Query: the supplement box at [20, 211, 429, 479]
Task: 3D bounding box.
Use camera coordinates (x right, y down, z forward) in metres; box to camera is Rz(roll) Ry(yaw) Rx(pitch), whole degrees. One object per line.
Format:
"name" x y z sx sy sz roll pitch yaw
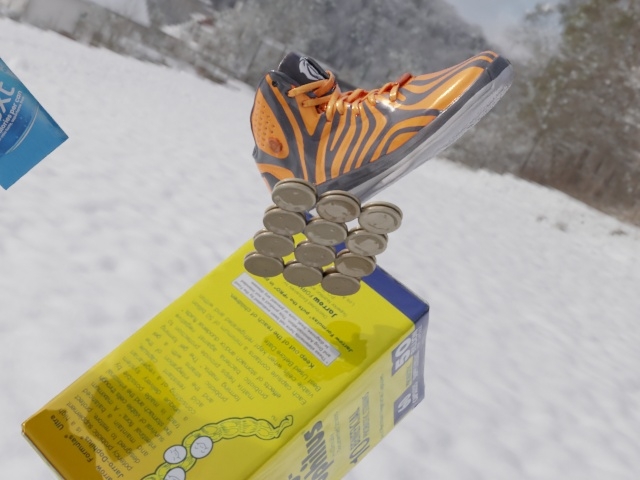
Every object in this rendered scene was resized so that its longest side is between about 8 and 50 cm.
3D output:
"supplement box" -0.078 0.171 0.982 0.195 0.356 0.194 38 -24 27

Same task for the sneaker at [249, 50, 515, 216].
"sneaker" 0.037 -0.141 1.027 0.180 0.321 0.124 56 33 -1

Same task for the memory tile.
"memory tile" 0.000 0.000 0.841 0.113 0.148 0.012 14 55 -10

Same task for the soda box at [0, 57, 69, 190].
"soda box" -0.283 -0.138 0.718 0.071 0.067 0.210 37 -13 50
